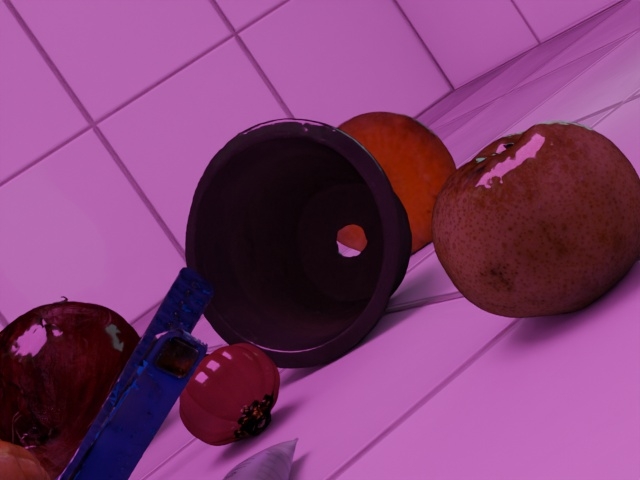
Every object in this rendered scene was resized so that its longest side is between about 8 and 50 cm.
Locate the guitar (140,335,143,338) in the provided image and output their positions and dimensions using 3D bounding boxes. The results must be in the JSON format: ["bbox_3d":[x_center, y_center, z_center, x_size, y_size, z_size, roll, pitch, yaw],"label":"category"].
[{"bbox_3d":[-0.282,0.218,1.970,0.025,0.088,0.233,-41,-1,-45],"label":"guitar"}]

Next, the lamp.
[{"bbox_3d":[-0.088,0.150,1.265,0.107,0.092,0.107,-38,-27,-23],"label":"lamp"}]

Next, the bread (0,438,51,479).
[{"bbox_3d":[-0.388,0.282,1.307,0.236,0.120,0.198,1,-54,-51],"label":"bread"}]

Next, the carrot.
[{"bbox_3d":[0.078,-0.075,1.768,0.196,0.196,0.254,-34,3,0],"label":"carrot"}]

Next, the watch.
[{"bbox_3d":[-0.197,0.172,1.293,0.274,0.068,0.276,-61,7,7],"label":"watch"}]

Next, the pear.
[{"bbox_3d":[0.164,-0.016,0.988,0.167,0.136,0.167,-29,6,3],"label":"pear"}]

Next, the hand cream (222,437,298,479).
[{"bbox_3d":[-0.053,0.190,0.980,0.078,0.050,0.205,-36,1,3],"label":"hand cream"}]

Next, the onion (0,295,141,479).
[{"bbox_3d":[-0.334,0.202,1.687,0.221,0.281,0.281,9,-6,-15],"label":"onion"}]

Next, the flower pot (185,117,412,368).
[{"bbox_3d":[0.000,0.000,1.440,0.269,0.269,0.166,-31,-12,27],"label":"flower pot"}]
